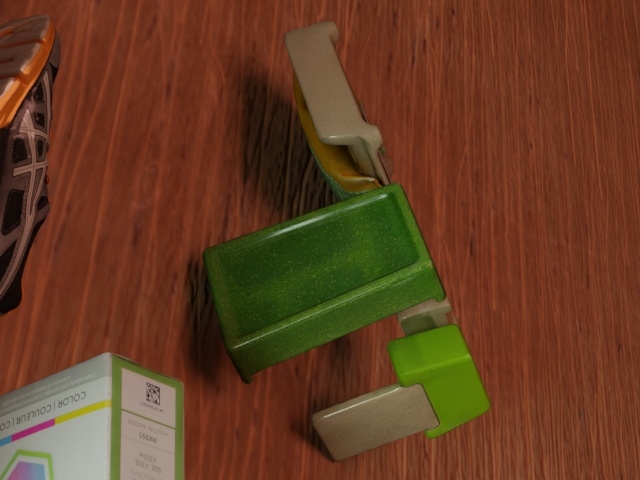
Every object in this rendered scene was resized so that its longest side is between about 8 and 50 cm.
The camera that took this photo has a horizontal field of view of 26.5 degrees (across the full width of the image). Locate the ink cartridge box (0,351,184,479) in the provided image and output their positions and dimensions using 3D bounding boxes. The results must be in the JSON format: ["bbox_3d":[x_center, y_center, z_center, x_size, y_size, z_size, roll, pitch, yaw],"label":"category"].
[{"bbox_3d":[-0.129,0.175,0.707,0.062,0.109,0.209,29,48,-45],"label":"ink cartridge box"}]

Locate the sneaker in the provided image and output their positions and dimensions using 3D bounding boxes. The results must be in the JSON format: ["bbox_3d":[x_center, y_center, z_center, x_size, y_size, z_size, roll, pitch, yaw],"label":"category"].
[{"bbox_3d":[-0.193,-0.047,0.795,0.083,0.084,0.214,56,34,-43],"label":"sneaker"}]

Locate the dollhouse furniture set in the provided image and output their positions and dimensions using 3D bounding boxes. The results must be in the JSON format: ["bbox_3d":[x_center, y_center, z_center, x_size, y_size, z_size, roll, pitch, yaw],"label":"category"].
[{"bbox_3d":[0.000,0.000,1.063,0.197,0.151,0.301,63,6,-48],"label":"dollhouse furniture set"}]
